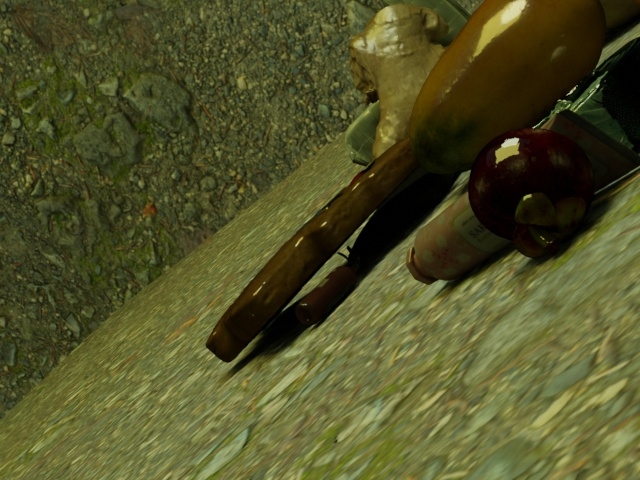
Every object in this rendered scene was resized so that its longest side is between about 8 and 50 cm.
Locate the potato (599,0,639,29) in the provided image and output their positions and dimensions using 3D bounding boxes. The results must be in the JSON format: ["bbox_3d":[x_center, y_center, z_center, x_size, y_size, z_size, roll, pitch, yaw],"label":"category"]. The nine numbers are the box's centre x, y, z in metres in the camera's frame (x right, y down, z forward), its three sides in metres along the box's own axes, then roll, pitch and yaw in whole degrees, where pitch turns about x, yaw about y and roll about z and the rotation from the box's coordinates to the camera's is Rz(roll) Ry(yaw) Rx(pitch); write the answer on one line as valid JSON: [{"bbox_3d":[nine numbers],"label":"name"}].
[{"bbox_3d":[0.317,-0.293,1.871,0.202,0.182,0.117,-49,47,-8],"label":"potato"}]

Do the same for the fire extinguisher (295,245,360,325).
[{"bbox_3d":[0.008,0.049,1.641,0.100,0.032,0.046,-43,-30,-46],"label":"fire extinguisher"}]

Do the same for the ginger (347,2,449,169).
[{"bbox_3d":[0.106,-0.169,2.126,0.137,0.213,0.074,-12,-19,14],"label":"ginger"}]

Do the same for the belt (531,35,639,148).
[{"bbox_3d":[0.194,-0.087,1.268,0.105,0.058,0.140,-39,4,45],"label":"belt"}]

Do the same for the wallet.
[{"bbox_3d":[0.097,-0.054,1.866,0.124,0.025,0.244,-40,6,26],"label":"wallet"}]

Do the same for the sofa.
[{"bbox_3d":[0.090,-0.219,2.283,0.225,0.176,0.210,-52,-1,13],"label":"sofa"}]

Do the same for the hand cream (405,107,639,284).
[{"bbox_3d":[0.128,-0.024,1.230,0.209,0.067,0.043,-39,24,49],"label":"hand cream"}]

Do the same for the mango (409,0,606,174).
[{"bbox_3d":[0.170,-0.153,1.686,0.221,0.120,0.151,-46,5,12],"label":"mango"}]

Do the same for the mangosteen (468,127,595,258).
[{"bbox_3d":[0.131,-0.031,1.140,0.081,0.081,0.081,-39,5,4],"label":"mangosteen"}]

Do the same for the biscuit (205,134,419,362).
[{"bbox_3d":[-0.001,-0.001,1.759,0.301,0.043,0.278,-46,-1,-6],"label":"biscuit"}]

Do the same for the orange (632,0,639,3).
[{"bbox_3d":[0.319,-0.292,1.620,0.177,0.155,0.177,-31,6,4],"label":"orange"}]
